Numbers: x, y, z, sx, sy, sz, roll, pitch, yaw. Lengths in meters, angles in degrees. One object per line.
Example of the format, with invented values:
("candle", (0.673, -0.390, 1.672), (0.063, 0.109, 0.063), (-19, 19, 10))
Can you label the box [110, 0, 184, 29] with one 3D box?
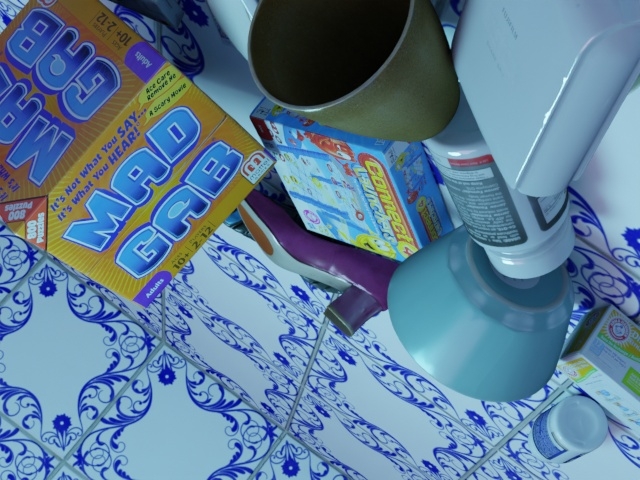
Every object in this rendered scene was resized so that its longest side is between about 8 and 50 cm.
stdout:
("box", (-0.338, -0.432, 1.918), (0.186, 0.038, 0.145), (25, 176, 9))

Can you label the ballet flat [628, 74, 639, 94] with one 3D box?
("ballet flat", (0.360, -0.228, 1.328), (0.106, 0.107, 0.316), (17, 165, -10))

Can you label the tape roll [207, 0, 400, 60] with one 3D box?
("tape roll", (-0.014, -0.340, 1.677), (0.392, 0.072, 0.392), (31, 155, 17))

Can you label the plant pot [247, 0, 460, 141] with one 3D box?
("plant pot", (0.074, -0.230, 1.448), (0.237, 0.237, 0.254), (20, 175, 37))

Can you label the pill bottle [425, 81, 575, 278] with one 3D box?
("pill bottle", (0.265, -0.086, 1.617), (0.161, 0.161, 0.283), (16, 148, 41))

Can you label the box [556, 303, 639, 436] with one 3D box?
("box", (0.510, 0.217, 1.869), (0.203, 0.114, 0.103), (38, 158, -4))

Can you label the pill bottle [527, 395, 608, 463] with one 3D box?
("pill bottle", (0.480, 0.380, 2.210), (0.112, 0.112, 0.186), (37, 156, 4))

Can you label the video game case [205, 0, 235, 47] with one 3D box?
("video game case", (-0.150, -0.370, 1.891), (0.087, 0.011, 0.122), (23, 152, 32))

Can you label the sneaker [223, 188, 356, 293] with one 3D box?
("sneaker", (-0.053, -0.013, 2.309), (0.341, 0.125, 0.139), (35, -176, 1))

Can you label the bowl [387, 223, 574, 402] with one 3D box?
("bowl", (0.280, 0.087, 1.794), (0.311, 0.311, 0.163), (36, 137, 6))

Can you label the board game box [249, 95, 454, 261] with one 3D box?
("board game box", (0.060, -0.109, 1.965), (0.302, 0.086, 0.308), (19, 150, 38))

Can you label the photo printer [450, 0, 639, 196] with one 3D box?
("photo printer", (0.256, -0.236, 1.257), (0.307, 0.107, 0.256), (106, 151, -55))

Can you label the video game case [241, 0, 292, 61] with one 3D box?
("video game case", (-0.085, -0.351, 1.494), (0.022, 0.173, 0.190), (-21, 126, 16))

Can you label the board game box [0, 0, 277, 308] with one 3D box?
("board game box", (-0.372, -0.170, 1.928), (0.356, 0.356, 0.356), (42, -179, 35))

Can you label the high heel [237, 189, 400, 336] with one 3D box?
("high heel", (0.000, 0.000, 2.202), (0.377, 0.181, 0.127), (49, 162, -1))
